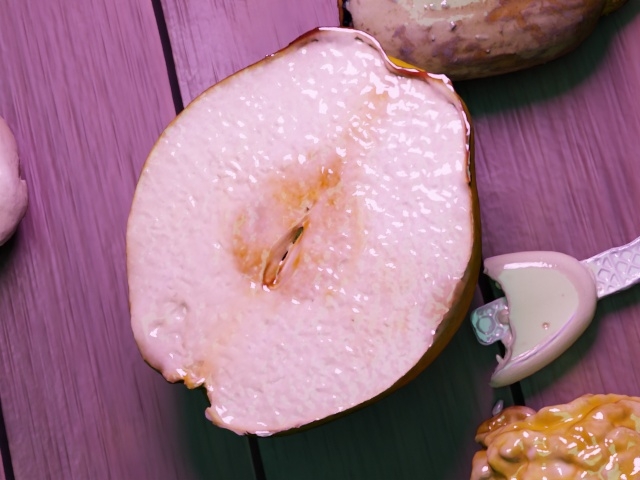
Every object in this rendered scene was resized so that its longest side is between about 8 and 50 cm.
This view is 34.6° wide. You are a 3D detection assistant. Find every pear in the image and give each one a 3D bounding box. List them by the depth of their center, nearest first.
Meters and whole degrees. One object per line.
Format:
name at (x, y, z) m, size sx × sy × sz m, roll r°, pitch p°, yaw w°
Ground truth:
pear at (0.000, 0.000, 1.023) m, size 0.340 × 0.191 × 0.386 m, roll 37°, pitch 93°, yaw 19°

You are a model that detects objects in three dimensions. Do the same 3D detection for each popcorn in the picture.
popcorn at (0.239, 0.228, 0.976) m, size 0.194 × 0.140 × 0.163 m, roll -3°, pitch 78°, yaw 13°

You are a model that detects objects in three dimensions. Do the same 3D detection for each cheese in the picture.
cheese at (0.258, 0.050, 1.035) m, size 0.235 × 0.050 × 0.127 m, roll -23°, pitch 78°, yaw 10°

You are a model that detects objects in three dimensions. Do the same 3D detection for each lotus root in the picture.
lotus root at (0.168, -0.254, 1.042) m, size 0.309 × 0.173 × 0.173 m, roll -8°, pitch 82°, yaw 4°

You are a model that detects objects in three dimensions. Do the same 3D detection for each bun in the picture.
bun at (-0.406, -0.058, 1.151) m, size 0.178 × 0.128 × 0.193 m, roll -28°, pitch 90°, yaw 7°
